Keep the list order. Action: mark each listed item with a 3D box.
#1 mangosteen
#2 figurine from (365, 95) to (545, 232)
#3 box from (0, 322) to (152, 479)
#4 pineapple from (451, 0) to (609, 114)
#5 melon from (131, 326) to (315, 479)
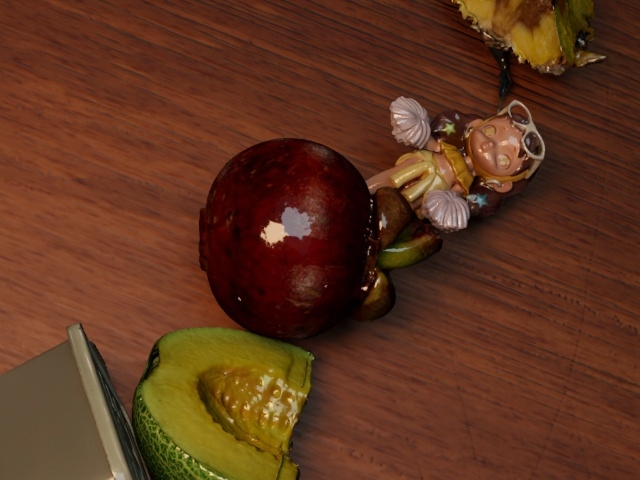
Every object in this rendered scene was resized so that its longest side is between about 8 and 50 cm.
[{"bbox_3d":[0.000,0.000,1.082,0.257,0.215,0.215,3,67,-9],"label":"mangosteen"},{"bbox_3d":[0.147,-0.082,1.205,0.240,0.116,0.175,-19,71,-13],"label":"figurine"},{"bbox_3d":[-0.236,0.213,0.941,0.135,0.163,0.243,-23,42,-9],"label":"box"},{"bbox_3d":[0.265,-0.321,1.338,0.161,0.158,0.334,2,66,-54],"label":"pineapple"},{"bbox_3d":[-0.111,0.192,1.003,0.169,0.129,0.265,23,25,-5],"label":"melon"}]
